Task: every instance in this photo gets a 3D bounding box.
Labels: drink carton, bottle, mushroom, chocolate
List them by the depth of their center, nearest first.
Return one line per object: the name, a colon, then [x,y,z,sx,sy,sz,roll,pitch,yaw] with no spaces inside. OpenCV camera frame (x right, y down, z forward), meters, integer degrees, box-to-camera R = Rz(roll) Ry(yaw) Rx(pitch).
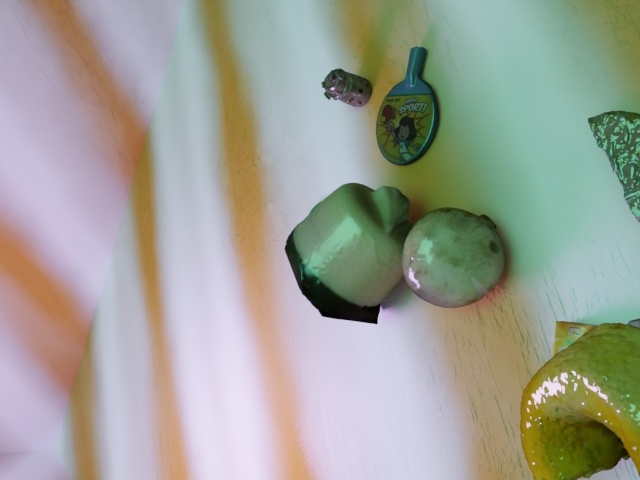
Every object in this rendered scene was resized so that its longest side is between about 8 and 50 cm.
drink carton: [0.539,0.284,1.394,0.096,0.071,0.223,4,86,49]
mushroom: [0.319,0.039,1.593,0.255,0.184,0.255,-3,73,11]
chocolate: [0.109,0.012,1.735,0.297,0.314,0.326,-39,54,32]
bottle: [0.068,-0.455,1.973,0.099,0.152,0.099,-9,78,46]

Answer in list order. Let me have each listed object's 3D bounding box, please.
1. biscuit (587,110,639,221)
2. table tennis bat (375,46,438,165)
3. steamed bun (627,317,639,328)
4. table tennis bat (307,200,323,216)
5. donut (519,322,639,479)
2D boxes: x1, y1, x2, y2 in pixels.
biscuit: [0.666,-0.164,1.363,0.141,0.038,0.290,-34,61,37]
table tennis bat: [0.245,-0.372,1.855,0.215,0.044,0.329,12,93,48]
steamed bun: [0.685,0.242,1.122,0.383,0.236,0.247,0,90,49]
table tennis bat: [0.000,0.000,2.053,0.160,0.039,0.257,14,88,47]
donut: [0.491,0.329,1.091,0.435,0.163,0.377,33,138,62]
